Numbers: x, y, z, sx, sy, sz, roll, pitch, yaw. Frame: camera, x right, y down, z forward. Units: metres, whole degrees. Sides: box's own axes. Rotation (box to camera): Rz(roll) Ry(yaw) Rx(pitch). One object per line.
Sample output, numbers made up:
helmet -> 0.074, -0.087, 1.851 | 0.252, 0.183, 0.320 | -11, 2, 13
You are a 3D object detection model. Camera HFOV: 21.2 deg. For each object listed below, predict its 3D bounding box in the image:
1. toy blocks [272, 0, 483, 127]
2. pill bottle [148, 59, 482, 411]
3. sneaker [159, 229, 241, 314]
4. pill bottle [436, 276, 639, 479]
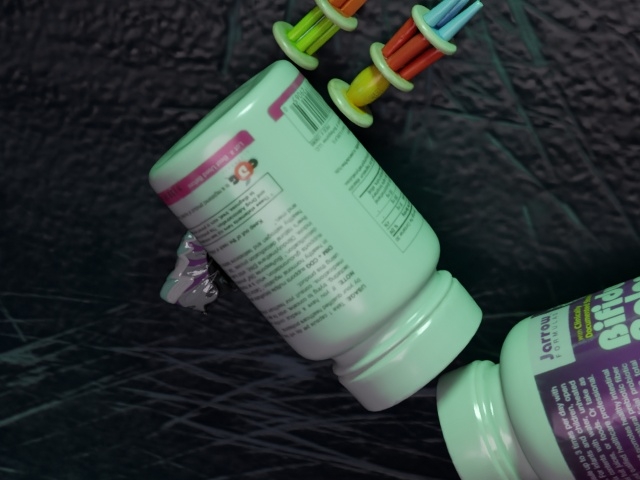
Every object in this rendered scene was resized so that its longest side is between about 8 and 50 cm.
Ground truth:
toy blocks -> 0.051, -0.185, 1.443 | 0.148, 0.054, 0.123 | -41, 100, 22
pill bottle -> 0.000, 0.000, 1.470 | 0.160, 0.160, 0.283 | -37, 100, 22
sneaker -> -0.101, 0.025, 1.570 | 0.069, 0.038, 0.098 | 24, 123, -1
pill bottle -> 0.259, 0.124, 1.462 | 0.301, 0.169, 0.169 | -22, 106, 18
